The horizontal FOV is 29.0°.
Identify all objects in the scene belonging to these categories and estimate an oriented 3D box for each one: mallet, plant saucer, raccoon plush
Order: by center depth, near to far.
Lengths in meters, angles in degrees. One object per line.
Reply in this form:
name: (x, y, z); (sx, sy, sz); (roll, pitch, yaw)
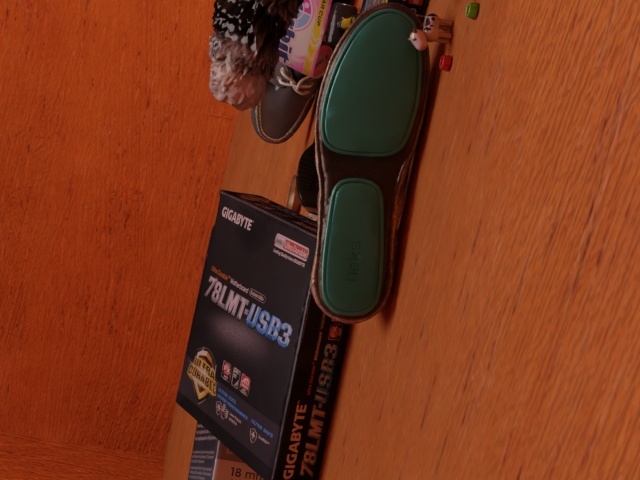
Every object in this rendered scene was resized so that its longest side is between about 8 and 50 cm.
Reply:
raccoon plush: (0.015, -0.358, 1.425); (0.299, 0.216, 0.446); (-150, 68, -75)
mallet: (0.043, -0.289, 1.688); (0.189, 0.039, 0.062); (-129, 51, -74)
plant saucer: (-0.043, -0.066, 2.027); (0.083, 0.015, 0.083); (-170, 90, -81)

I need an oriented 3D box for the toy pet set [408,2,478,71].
toy pet set: (0.103, -0.236, 1.124); (0.122, 0.065, 0.114); (114, 164, -56)

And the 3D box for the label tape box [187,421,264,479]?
label tape box: (-0.122, 0.309, 1.774); (0.240, 0.106, 0.333); (147, 132, -74)

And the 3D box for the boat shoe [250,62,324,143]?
boat shoe: (-0.045, -0.286, 1.978); (0.099, 0.116, 0.319); (-88, 16, -61)

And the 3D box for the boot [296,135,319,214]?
boot: (0.010, -0.068, 1.552); (0.198, 0.077, 0.137); (-70, -5, -45)

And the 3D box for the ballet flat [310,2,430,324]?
ballet flat: (0.042, -0.077, 1.233); (0.106, 0.108, 0.316); (-28, -50, -84)

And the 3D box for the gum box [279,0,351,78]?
gum box: (-0.019, -0.343, 1.845); (0.062, 0.107, 0.188); (-28, -39, -50)

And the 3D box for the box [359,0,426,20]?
box: (0.065, -0.202, 1.400); (0.159, 0.044, 0.233); (-96, 18, -62)

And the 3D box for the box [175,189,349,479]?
box: (-0.069, 0.109, 1.511); (0.295, 0.073, 0.293); (27, 108, 58)

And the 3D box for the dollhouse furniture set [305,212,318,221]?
dollhouse furniture set: (0.000, 0.000, 1.702); (0.081, 0.091, 0.114); (-41, 37, -3)
